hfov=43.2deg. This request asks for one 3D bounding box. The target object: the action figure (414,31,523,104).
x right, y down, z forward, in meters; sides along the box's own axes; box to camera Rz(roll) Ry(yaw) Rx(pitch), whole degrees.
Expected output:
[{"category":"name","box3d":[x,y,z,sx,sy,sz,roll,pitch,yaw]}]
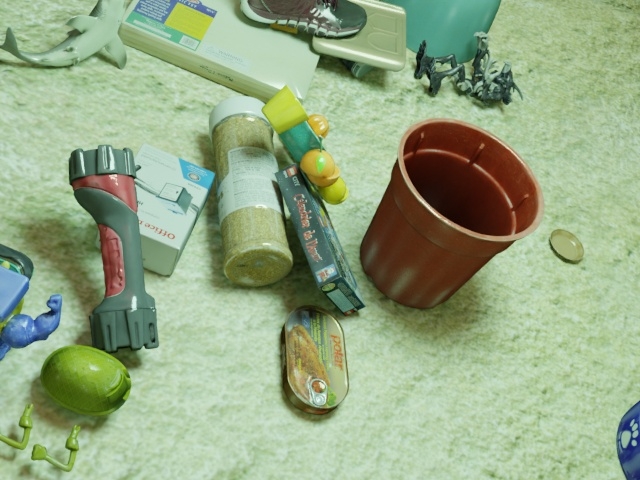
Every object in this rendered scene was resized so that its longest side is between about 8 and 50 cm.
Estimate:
[{"category":"action figure","box3d":[0.372,-0.403,1.915,0.275,0.141,0.164,4,40,-20]}]

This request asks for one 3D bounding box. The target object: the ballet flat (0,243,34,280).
[{"category":"ballet flat","box3d":[-0.520,0.015,1.207,0.203,0.074,0.074,22,47,1]}]

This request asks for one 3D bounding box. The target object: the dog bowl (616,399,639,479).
[{"category":"dog bowl","box3d":[0.665,0.383,1.429,0.264,0.104,0.265,13,48,-15]}]

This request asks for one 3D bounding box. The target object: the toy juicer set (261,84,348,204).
[{"category":"toy juicer set","box3d":[-0.004,-0.164,1.478,0.089,0.329,0.209,-35,88,2]}]

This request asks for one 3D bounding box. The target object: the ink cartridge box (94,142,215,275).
[{"category":"ink cartridge box","box3d":[-0.276,-0.054,1.362,0.139,0.082,0.191,23,46,-7]}]

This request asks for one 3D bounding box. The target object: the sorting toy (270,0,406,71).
[{"category":"sorting toy","box3d":[0.045,-0.485,1.828,0.307,0.041,0.229,13,48,-6]}]

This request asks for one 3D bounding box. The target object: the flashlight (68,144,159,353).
[{"category":"flashlight","box3d":[-0.317,0.015,1.209,0.103,0.103,0.304,8,74,-56]}]

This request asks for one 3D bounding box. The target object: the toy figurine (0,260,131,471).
[{"category":"toy figurine","box3d":[-0.427,0.117,1.040,0.362,0.217,0.191,26,49,3]}]

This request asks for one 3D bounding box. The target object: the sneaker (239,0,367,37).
[{"category":"sneaker","box3d":[-0.022,-0.529,1.705,0.281,0.163,0.107,3,50,-14]}]

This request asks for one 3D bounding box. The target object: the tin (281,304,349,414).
[{"category":"tin","box3d":[-0.010,0.193,1.315,0.106,0.040,0.190,8,50,-14]}]

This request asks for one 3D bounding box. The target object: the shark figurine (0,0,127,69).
[{"category":"shark figurine","box3d":[-0.488,-0.386,1.547,0.278,0.166,0.116,-31,44,-22]}]

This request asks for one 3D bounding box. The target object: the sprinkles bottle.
[{"category":"sprinkles bottle","box3d":[-0.127,-0.094,1.436,0.121,0.121,0.356,6,51,-21]}]

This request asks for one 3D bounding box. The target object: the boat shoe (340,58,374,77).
[{"category":"boat shoe","box3d":[0.115,-0.447,1.878,0.083,0.065,0.183,45,49,12]}]

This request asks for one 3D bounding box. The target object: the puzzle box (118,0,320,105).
[{"category":"puzzle box","box3d":[-0.200,-0.442,1.736,0.408,0.052,0.272,22,47,-7]}]

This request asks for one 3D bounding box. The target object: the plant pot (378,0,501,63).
[{"category":"plant pot","box3d":[0.321,-0.628,2.008,0.292,0.235,0.293,13,48,-15]}]

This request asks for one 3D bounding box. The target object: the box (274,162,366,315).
[{"category":"box","box3d":[0.000,0.000,1.395,0.044,0.159,0.233,-26,62,8]}]

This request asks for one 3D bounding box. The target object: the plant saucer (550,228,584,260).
[{"category":"plant saucer","box3d":[0.524,0.012,1.727,0.083,0.015,0.084,13,50,-15]}]

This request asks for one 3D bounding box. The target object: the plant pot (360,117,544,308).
[{"category":"plant pot","box3d":[0.210,-0.030,1.444,0.272,0.265,0.273,13,49,-15]}]
